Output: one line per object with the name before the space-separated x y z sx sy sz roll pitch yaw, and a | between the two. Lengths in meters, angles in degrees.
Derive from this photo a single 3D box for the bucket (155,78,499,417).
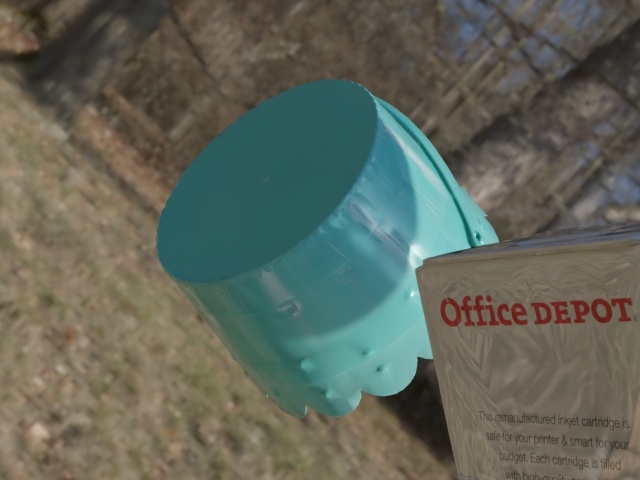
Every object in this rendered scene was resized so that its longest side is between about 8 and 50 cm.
bucket | 0.000 0.000 1.361 0.281 0.281 0.183 22 -23 53

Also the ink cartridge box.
ink cartridge box | 0.111 0.081 0.512 0.127 0.072 0.175 -7 -84 59
